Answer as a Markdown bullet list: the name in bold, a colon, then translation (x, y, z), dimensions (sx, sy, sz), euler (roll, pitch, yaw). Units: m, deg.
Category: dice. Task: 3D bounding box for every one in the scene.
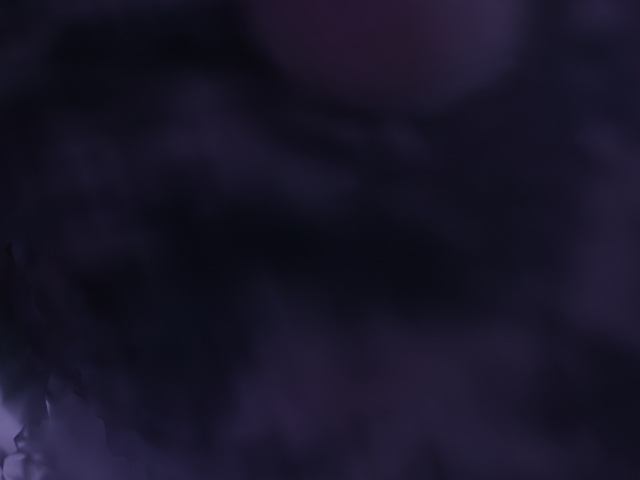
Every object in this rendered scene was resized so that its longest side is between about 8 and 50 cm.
- **dice**: translation (0.006, 0.022, 0.563), dimensions (0.348, 0.328, 0.330), euler (103, 150, -54)
